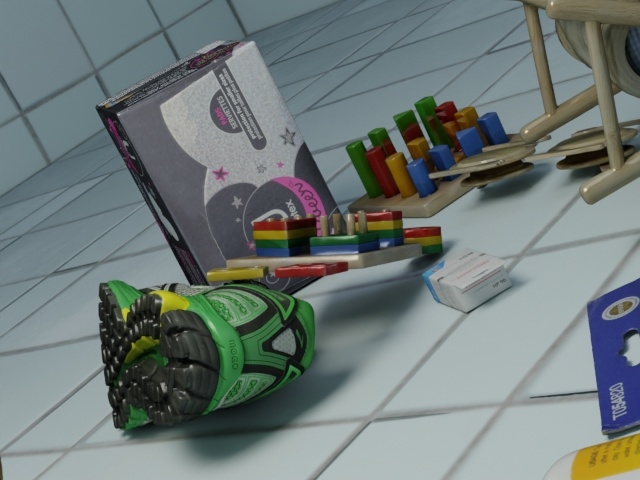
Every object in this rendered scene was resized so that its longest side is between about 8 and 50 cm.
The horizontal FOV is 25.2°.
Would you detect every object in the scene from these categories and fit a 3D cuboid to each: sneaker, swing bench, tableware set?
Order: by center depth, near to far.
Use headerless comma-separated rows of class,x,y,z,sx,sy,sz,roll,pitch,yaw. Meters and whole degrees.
swing bench,0.300,-0.162,1.204,0.255,0.165,0.253,-14,15,-1
sneaker,-0.106,0.098,1.244,0.146,0.134,0.343,-6,3,-22
tableware set,0.216,-0.073,1.387,0.194,0.039,0.128,-8,11,36

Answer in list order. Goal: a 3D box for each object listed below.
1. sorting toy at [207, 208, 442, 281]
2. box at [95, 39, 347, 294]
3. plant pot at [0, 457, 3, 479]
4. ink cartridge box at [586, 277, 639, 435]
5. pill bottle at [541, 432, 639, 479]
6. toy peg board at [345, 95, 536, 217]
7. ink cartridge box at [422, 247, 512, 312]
sorting toy,0.000,0.000,1.258,0.132,0.046,0.274,-3,3,27
box,-0.094,-0.063,1.469,0.163,0.247,0.142,-30,17,-12
plant pot,-0.303,0.240,1.055,0.236,0.032,0.236,-39,31,29
ink cartridge box,0.274,0.025,0.932,0.224,0.045,0.223,-23,15,14
pill bottle,0.163,0.135,0.608,0.208,0.117,0.117,-20,16,23
toy peg board,0.116,-0.097,1.556,0.161,0.079,0.161,-34,16,-24
ink cartridge box,0.125,0.034,1.191,0.048,0.028,0.083,-30,15,-12
